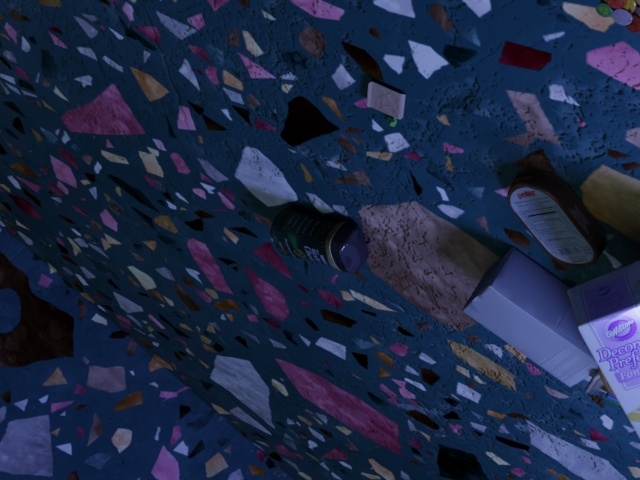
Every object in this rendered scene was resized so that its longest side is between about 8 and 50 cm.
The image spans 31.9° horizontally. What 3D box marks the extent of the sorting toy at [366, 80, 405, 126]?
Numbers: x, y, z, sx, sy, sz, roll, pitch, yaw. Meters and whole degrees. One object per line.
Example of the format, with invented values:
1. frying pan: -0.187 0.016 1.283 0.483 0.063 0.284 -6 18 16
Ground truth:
1. sorting toy: 0.103 -0.212 1.757 0.062 0.012 0.083 22 147 14

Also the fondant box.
1. fondant box: 0.540 0.167 1.641 0.238 0.096 0.330 -24 120 18

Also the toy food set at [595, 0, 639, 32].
1. toy food set: 0.370 -0.284 1.333 0.083 0.020 0.082 27 152 15

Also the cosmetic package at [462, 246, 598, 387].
1. cosmetic package: 0.376 0.132 1.902 0.238 0.107 0.127 39 152 0

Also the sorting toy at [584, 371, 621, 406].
1. sorting toy: 0.557 0.276 1.898 0.208 0.038 0.193 17 168 13

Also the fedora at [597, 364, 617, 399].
1. fedora: 0.524 0.176 1.781 0.194 0.194 0.079 45 -174 -18

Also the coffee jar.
1. coffee jar: 0.000 0.000 2.138 0.184 0.079 0.096 14 146 34

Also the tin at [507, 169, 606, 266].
1. tin: 0.364 -0.031 1.727 0.189 0.040 0.106 47 146 -22
